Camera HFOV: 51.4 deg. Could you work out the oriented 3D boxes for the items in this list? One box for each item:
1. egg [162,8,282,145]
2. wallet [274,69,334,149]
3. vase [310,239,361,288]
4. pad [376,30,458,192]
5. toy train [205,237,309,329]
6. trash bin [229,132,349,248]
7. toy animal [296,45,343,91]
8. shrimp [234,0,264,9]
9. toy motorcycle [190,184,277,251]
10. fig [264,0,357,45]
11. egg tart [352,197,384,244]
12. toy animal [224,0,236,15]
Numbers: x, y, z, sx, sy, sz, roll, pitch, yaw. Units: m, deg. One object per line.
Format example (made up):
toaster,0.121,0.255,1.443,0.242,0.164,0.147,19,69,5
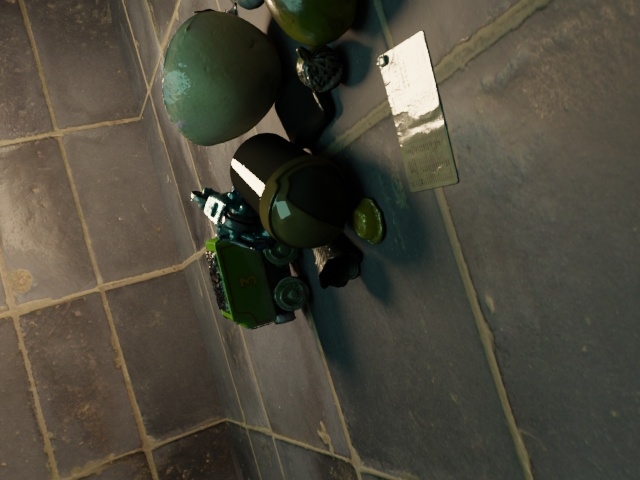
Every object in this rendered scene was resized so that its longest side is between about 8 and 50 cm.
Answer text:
egg,-0.213,-0.388,1.619,0.201,0.337,0.336,13,119,34
wallet,-0.042,-0.308,1.562,0.149,0.044,0.250,66,156,7
vase,0.000,0.000,1.592,0.237,0.116,0.115,-123,28,-43
pad,0.168,-0.220,1.182,0.159,0.009,0.264,-8,97,66
toy train,-0.177,0.102,1.863,0.173,0.249,0.307,-177,73,-68
trash bin,-0.060,-0.110,1.506,0.334,0.214,0.214,45,143,50
toy animal,-0.002,-0.352,1.357,0.137,0.098,0.098,-11,-95,-76
shrimp,-0.221,-0.697,1.635,0.343,0.117,0.145,53,149,27
toy motorcycle,-0.208,-0.068,1.737,0.260,0.206,0.154,35,110,47
fig,-0.024,-0.470,1.265,0.181,0.191,0.181,-55,22,35
egg tart,0.097,-0.039,1.416,0.105,0.039,0.105,165,90,-69
toy animal,-0.250,-0.628,1.851,0.084,0.028,0.050,109,148,-54
